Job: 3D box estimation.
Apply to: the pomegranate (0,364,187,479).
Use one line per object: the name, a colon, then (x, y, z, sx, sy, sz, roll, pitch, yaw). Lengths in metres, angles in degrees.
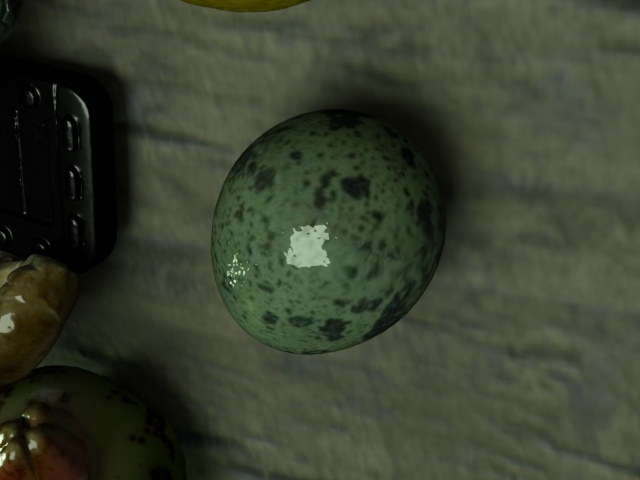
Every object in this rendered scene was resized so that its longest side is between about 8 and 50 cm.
pomegranate: (-0.193, 0.181, 0.802, 0.214, 0.214, 0.248, 31, 149, 8)

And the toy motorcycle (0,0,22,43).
toy motorcycle: (-0.274, -0.151, 0.727, 0.205, 0.076, 0.114, 30, 93, 30)

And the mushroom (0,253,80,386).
mushroom: (-0.242, 0.060, 0.816, 0.210, 0.094, 0.072, -8, 134, 45)

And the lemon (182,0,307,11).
lemon: (-0.053, -0.199, 0.560, 0.207, 0.170, 0.170, 23, 125, 21)

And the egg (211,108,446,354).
egg: (0.000, 0.000, 0.664, 0.132, 0.132, 0.172, 39, 138, 3)

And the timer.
timer: (-0.222, -0.064, 0.791, 0.187, 0.055, 0.144, 17, 121, 22)
